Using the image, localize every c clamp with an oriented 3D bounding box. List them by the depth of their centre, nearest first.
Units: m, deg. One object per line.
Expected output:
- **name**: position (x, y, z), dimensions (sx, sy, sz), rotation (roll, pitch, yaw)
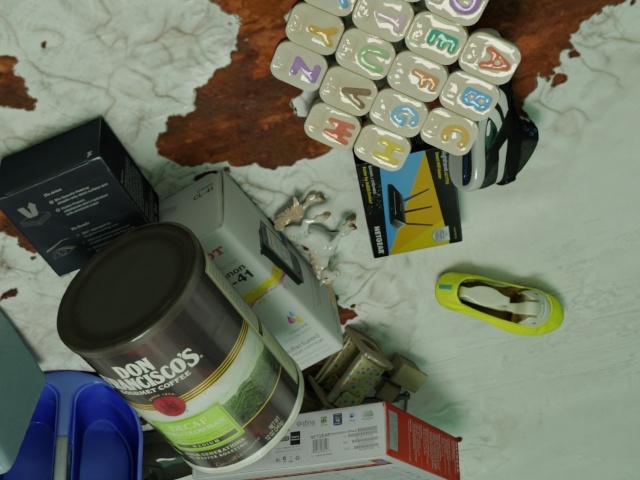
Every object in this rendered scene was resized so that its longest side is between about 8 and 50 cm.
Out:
- **c clamp**: position (0.077, 0.258, 1.790), dimensions (0.161, 0.022, 0.137), rotation (-1, 132, -8)

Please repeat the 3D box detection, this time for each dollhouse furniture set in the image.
- **dollhouse furniture set**: position (0.065, 0.261, 1.697), dimensions (0.161, 0.101, 0.182), rotation (30, 101, -29)

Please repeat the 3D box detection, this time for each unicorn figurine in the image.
- **unicorn figurine**: position (0.000, 0.000, 1.530), dimensions (0.162, 0.060, 0.111), rotation (39, 118, -16)

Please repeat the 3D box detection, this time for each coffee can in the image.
- **coffee can**: position (-0.170, 0.139, 1.354), dimensions (0.201, 0.201, 0.275), rotation (-24, 129, 14)

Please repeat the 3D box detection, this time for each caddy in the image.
- **caddy**: position (-0.396, 0.372, 1.631), dimensions (0.241, 0.341, 0.179), rotation (2, 148, -11)

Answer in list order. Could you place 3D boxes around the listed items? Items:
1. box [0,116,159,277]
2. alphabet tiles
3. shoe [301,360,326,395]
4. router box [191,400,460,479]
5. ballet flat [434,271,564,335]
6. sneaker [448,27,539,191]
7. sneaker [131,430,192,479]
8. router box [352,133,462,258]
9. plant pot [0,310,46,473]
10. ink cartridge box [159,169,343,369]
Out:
- **box**: position (-0.317, -0.055, 1.404), dimensions (0.156, 0.093, 0.158), rotation (-21, 132, 11)
- **alphabet tiles**: position (0.088, -0.218, 1.308), dimensions (0.278, 0.021, 0.284), rotation (23, 126, -4)
- **shoe**: position (-0.089, 0.239, 1.727), dimensions (0.219, 0.058, 0.076), rotation (-20, 119, -7)
- **router box**: position (0.014, 0.349, 1.704), dimensions (0.335, 0.082, 0.301), rotation (-12, 155, 24)
- **ballet flat**: position (0.286, 0.098, 1.628), dimensions (0.231, 0.077, 0.077), rotation (14, 170, -17)
- **sneaker**: position (0.235, -0.176, 1.398), dimensions (0.121, 0.079, 0.217), rotation (-13, 120, -33)
- **sneaker**: position (-0.339, 0.409, 1.795), dimensions (0.286, 0.130, 0.109), rotation (-11, 130, 0)
- **router box**: position (0.124, -0.063, 1.491), dimensions (0.133, 0.046, 0.179), rotation (-12, 132, 2)
- **plant pot**: position (-0.570, 0.185, 1.498), dimensions (0.248, 0.247, 0.252), rotation (-15, 114, 6)
- **ink cartridge box**: position (-0.141, 0.080, 1.527), dimensions (0.226, 0.131, 0.306), rotation (-29, 130, 17)
